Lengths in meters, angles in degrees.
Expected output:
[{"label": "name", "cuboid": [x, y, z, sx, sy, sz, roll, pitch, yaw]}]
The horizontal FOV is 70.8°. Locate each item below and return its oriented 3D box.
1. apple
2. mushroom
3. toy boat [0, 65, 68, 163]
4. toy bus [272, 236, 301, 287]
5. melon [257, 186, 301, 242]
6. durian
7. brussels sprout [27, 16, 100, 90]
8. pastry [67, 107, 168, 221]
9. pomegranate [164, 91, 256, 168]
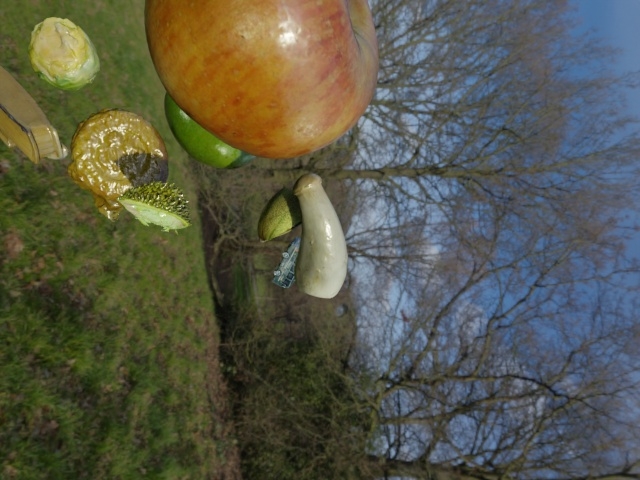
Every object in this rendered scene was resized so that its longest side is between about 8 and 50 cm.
[{"label": "apple", "cuboid": [-0.094, -0.338, 0.742, 0.400, 0.333, 0.400, -10, 90, -68]}, {"label": "mushroom", "cuboid": [0.000, 0.000, 0.914, 0.103, 0.118, 0.270, -25, 126, -39]}, {"label": "toy boat", "cuboid": [-0.680, -0.285, 0.982, 0.089, 0.321, 0.121, -37, 167, -42]}, {"label": "toy bus", "cuboid": [-0.084, 0.066, 1.283, 0.166, 0.065, 0.047, -62, 179, 37]}, {"label": "melon", "cuboid": [-0.096, -0.056, 0.992, 0.079, 0.128, 0.160, 53, -22, -15]}, {"label": "durian", "cuboid": [-0.326, -0.065, 0.948, 0.215, 0.100, 0.086, 45, 26, -65]}, {"label": "brussels sprout", "cuboid": [-0.589, -0.427, 1.053, 0.122, 0.149, 0.152, -136, -115, -82]}, {"label": "pastry", "cuboid": [-0.508, -0.206, 1.136, 0.240, 0.235, 0.132, 54, -22, -9]}, {"label": "pomegranate", "cuboid": [-0.291, -0.348, 1.258, 0.216, 0.310, 0.358, -53, -168, -33]}]
